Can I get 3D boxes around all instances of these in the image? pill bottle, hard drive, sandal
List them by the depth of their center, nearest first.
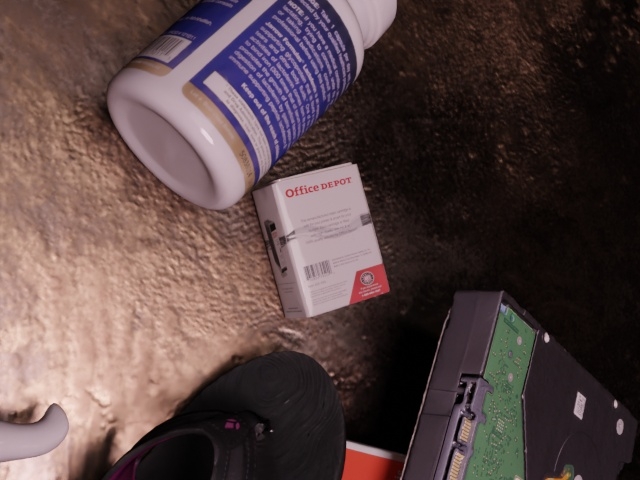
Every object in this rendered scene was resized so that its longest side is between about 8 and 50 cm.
[{"bbox_3d":[-0.139,0.251,0.687,0.167,0.107,0.446,35,63,25],"label":"sandal"},{"bbox_3d":[-0.055,-0.166,0.794,0.153,0.153,0.265,48,66,-14],"label":"pill bottle"},{"bbox_3d":[0.212,0.227,0.867,0.339,0.064,0.237,39,60,-40],"label":"hard drive"}]

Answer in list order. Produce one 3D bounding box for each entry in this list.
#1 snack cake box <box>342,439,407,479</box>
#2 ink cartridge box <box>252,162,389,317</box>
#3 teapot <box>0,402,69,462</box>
[{"bbox_3d":[0.028,0.329,0.813,0.152,0.089,0.264,20,75,-22],"label":"snack cake box"},{"bbox_3d":[0.000,0.000,0.856,0.099,0.056,0.135,-15,91,-28],"label":"ink cartridge box"},{"bbox_3d":[-0.288,0.251,0.582,0.187,0.252,0.256,33,97,-29],"label":"teapot"}]
